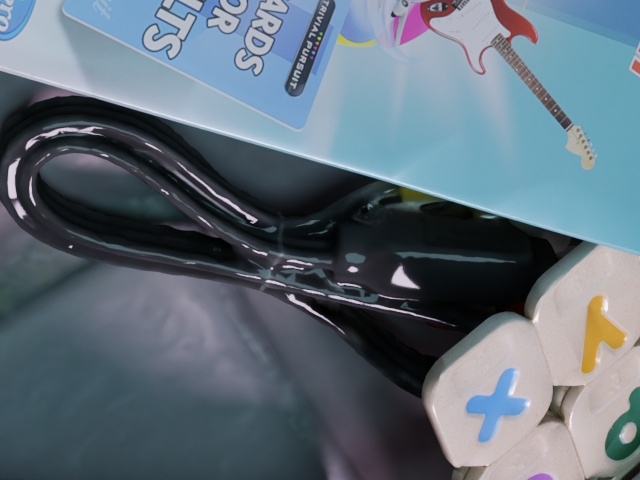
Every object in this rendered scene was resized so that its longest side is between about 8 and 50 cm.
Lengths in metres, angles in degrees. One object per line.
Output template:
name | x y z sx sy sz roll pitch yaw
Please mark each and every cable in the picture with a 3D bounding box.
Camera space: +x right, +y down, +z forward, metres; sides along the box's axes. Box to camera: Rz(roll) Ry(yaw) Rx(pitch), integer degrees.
cable | 0.000 0.000 0.766 0.287 0.072 0.139 9 128 -9

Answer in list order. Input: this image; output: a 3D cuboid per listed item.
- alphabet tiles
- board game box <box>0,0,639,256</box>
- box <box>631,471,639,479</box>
alphabet tiles | 0.141 0.097 0.812 0.284 0.021 0.278 -39 135 -14
board game box | 0.053 -0.144 0.610 0.336 0.079 0.254 15 97 -24
box | 0.184 0.155 0.843 0.186 0.038 0.145 -42 136 -8
